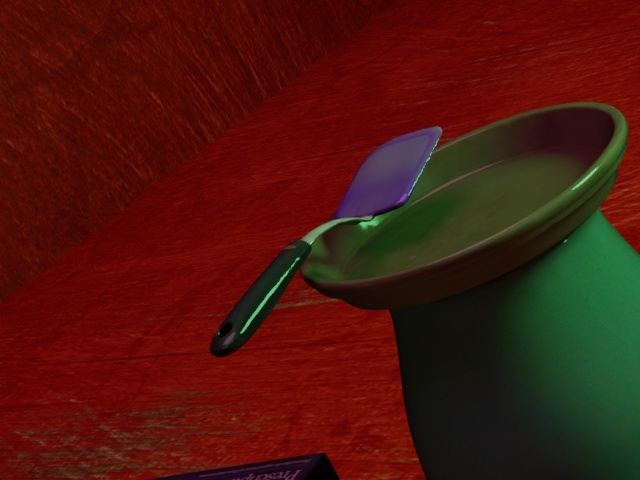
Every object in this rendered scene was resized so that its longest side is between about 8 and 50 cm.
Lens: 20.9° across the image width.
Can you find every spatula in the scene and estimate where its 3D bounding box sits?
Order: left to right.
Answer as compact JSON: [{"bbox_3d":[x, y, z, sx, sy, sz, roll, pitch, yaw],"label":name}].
[{"bbox_3d":[0.000,0.000,1.328,0.084,0.030,0.296,-13,22,43],"label":"spatula"}]

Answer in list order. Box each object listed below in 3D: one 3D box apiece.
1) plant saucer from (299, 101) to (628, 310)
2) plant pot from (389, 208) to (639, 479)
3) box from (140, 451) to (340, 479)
[{"bbox_3d":[0.114,-0.024,1.345,0.278,0.041,0.278,-24,17,8],"label":"plant saucer"},{"bbox_3d":[0.181,0.105,1.373,0.272,0.255,0.271,-25,18,8],"label":"plant pot"},{"bbox_3d":[-0.115,0.293,1.545,0.261,0.103,0.184,-14,24,37],"label":"box"}]
